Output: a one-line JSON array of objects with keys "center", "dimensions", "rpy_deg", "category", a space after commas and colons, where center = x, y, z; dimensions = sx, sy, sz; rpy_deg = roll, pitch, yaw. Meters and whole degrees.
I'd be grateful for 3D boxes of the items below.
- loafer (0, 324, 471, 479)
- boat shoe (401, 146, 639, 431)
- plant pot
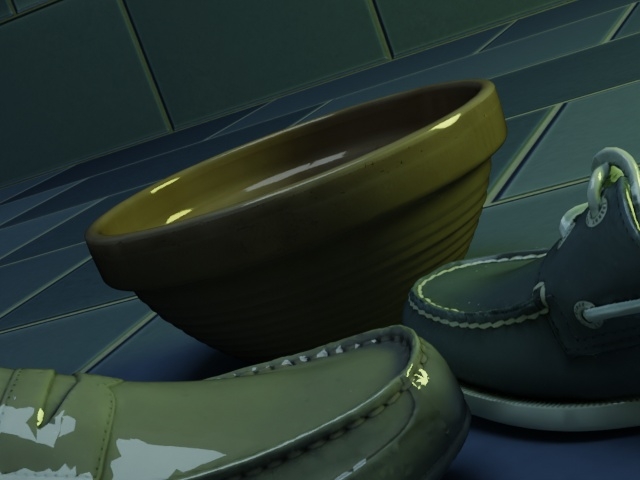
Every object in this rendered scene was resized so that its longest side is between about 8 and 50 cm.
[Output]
[{"center": [-0.105, 0.091, 0.416], "dimensions": [0.319, 0.112, 0.112], "rpy_deg": [-21, 12, -3], "category": "loafer"}, {"center": [0.142, 0.005, 0.425], "dimensions": [0.116, 0.099, 0.319], "rpy_deg": [-29, 15, -35], "category": "boat shoe"}, {"center": [0.000, 0.000, 0.662], "dimensions": [0.237, 0.110, 0.237], "rpy_deg": [-20, 12, 4], "category": "plant pot"}]
